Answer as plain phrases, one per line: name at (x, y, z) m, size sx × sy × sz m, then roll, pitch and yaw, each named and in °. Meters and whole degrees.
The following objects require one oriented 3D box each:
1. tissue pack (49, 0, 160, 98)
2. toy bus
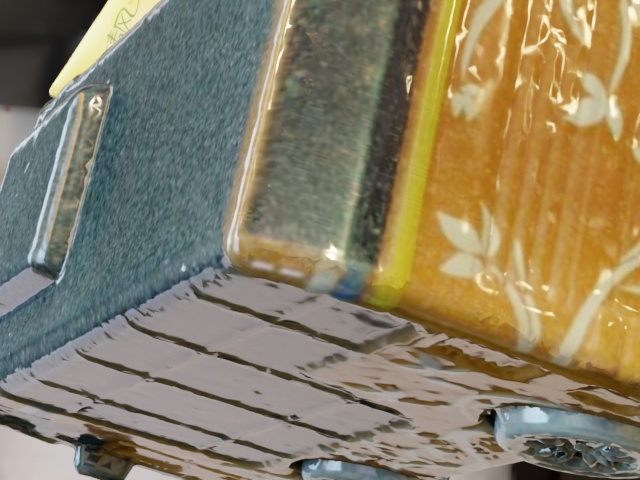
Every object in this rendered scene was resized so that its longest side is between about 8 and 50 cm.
tissue pack at (-0.042, -0.065, 0.940) m, size 0.062 × 0.095 × 0.176 m, roll 31°, pitch -3°, yaw 43°
toy bus at (0.000, 0.000, 0.582) m, size 0.167 × 0.138 × 0.275 m, roll 19°, pitch -20°, yaw -20°
